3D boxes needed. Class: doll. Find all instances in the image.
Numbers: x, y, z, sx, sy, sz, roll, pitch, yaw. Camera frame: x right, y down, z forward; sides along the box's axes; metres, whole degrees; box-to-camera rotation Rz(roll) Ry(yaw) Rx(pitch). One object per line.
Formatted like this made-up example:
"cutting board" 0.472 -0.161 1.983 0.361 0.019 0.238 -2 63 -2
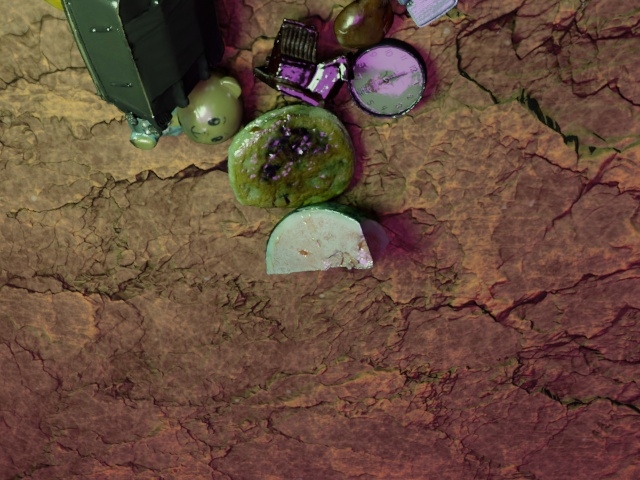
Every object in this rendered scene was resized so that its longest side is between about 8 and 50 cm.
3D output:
"doll" -0.301 -0.299 1.792 0.261 0.161 0.177 3 139 5

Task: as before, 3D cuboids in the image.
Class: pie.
"pie" -0.063 -0.186 1.858 0.323 0.070 0.323 -9 135 -9

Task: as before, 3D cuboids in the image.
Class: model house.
"model house" -0.025 -0.387 1.734 0.203 0.141 0.164 19 112 -17

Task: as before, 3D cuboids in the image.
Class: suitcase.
"suitcase" -0.329 -0.428 1.513 0.194 0.283 0.434 28 158 12

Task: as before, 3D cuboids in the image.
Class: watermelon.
"watermelon" 0.000 0.000 1.944 0.305 0.180 0.224 -9 154 31

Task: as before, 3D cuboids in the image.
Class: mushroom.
"mushroom" 0.108 -0.470 1.670 0.170 0.135 0.080 -45 71 8

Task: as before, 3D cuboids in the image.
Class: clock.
"clock" 0.148 -0.360 1.779 0.185 0.040 0.184 3 125 4

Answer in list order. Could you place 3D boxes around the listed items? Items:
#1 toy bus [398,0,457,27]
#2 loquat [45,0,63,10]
"toy bus" 0.144 -0.589 1.563 0.109 0.136 0.329 -31 116 19
"loquat" -0.481 -0.573 1.589 0.244 0.243 0.243 3 125 4
